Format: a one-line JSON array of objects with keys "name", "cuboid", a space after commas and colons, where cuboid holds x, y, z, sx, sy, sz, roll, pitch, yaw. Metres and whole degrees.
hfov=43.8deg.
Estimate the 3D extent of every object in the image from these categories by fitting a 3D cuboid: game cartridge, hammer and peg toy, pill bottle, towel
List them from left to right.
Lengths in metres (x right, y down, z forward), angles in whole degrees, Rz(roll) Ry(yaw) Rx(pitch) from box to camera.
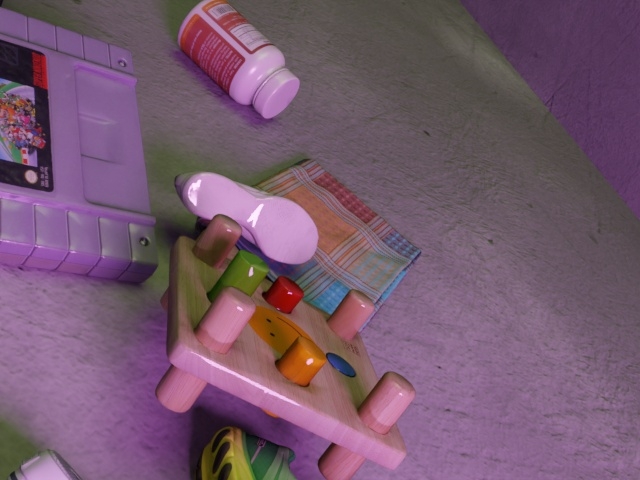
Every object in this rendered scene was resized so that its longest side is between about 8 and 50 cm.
[{"name": "game cartridge", "cuboid": [-0.321, -0.126, 0.956, 0.230, 0.068, 0.355, 15, 49, -41]}, {"name": "pill bottle", "cuboid": [-0.143, -0.321, 1.418, 0.216, 0.121, 0.121, 45, 31, 12]}, {"name": "hammer and peg toy", "cuboid": [-0.044, 0.086, 0.873, 0.265, 0.127, 0.361, 30, 15, -19]}, {"name": "towel", "cuboid": [0.000, 0.000, 1.205, 0.271, 0.040, 0.370, 41, 30, 6]}]

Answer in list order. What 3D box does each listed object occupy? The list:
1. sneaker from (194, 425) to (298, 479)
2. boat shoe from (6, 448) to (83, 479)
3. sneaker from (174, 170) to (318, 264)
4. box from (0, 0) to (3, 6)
[{"name": "sneaker", "cuboid": [-0.028, 0.291, 0.706, 0.123, 0.109, 0.296, 12, 38, -29]}, {"name": "boat shoe", "cuboid": [-0.151, 0.298, 0.600, 0.094, 0.109, 0.302, -40, 74, -15]}, {"name": "sneaker", "cuboid": [-0.097, -0.040, 1.054, 0.212, 0.080, 0.094, 30, -1, -30]}, {"name": "box", "cuboid": [-0.543, -0.575, 1.165, 0.178, 0.312, 0.343, 4, 44, -43]}]
